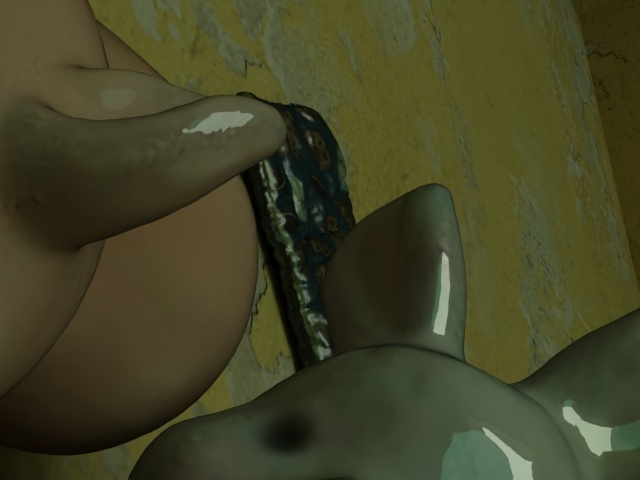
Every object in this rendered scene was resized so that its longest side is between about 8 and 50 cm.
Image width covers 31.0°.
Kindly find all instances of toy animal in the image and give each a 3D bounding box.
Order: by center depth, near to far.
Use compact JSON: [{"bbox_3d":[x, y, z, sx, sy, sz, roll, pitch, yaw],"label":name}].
[{"bbox_3d":[-0.140,-0.013,0.437,0.326,0.237,0.269,44,6,-43],"label":"toy animal"},{"bbox_3d":[0.021,0.154,0.483,0.367,0.196,0.241,-64,162,-4],"label":"toy animal"}]

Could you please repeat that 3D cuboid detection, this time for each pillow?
[{"bbox_3d":[0.001,0.002,0.960,0.189,0.034,0.255,-2,72,-69],"label":"pillow"}]
